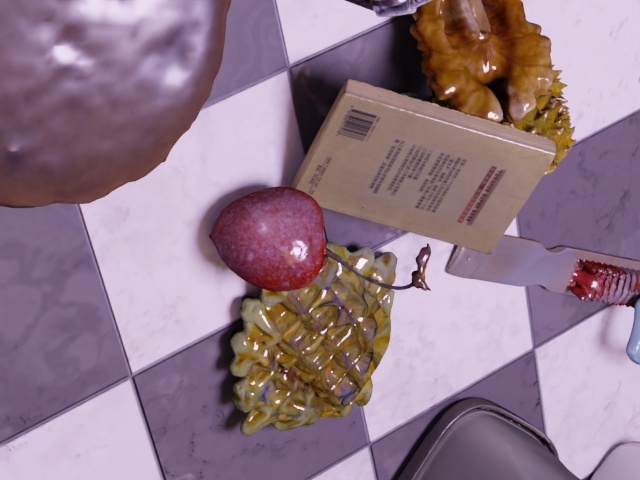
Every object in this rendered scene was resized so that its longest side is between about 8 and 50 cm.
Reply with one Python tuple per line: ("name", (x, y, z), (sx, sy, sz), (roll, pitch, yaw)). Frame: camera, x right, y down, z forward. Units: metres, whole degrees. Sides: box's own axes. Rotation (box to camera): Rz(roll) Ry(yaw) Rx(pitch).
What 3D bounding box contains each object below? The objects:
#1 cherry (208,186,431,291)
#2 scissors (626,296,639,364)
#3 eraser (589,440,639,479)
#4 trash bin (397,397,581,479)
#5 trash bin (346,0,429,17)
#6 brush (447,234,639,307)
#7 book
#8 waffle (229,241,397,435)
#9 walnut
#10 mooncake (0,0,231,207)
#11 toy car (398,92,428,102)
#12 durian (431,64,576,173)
("cherry", (0.000, 0.000, 1.561), (0.225, 0.107, 0.090), (3, 156, 2))
("scissors", (0.475, 0.144, 2.033), (0.191, 0.029, 0.360), (-53, 143, -20))
("eraser", (0.432, 0.466, 2.003), (0.150, 0.331, 0.331), (35, 90, -41))
("trash bin", (0.245, 0.349, 1.851), (0.219, 0.250, 0.220), (27, 95, -47))
("trash bin", (0.073, -0.349, 1.440), (0.184, 0.161, 0.239), (-26, 122, -23))
("brush", (0.285, 0.040, 1.857), (0.321, 0.050, 0.060), (10, 110, -37))
("book", (0.102, -0.072, 1.581), (0.231, 0.026, 0.161), (16, 134, -15))
("waffle", (-0.005, 0.107, 1.678), (0.204, 0.054, 0.223), (-4, 114, -33))
("walnut", (0.162, -0.194, 1.599), (0.143, 0.069, 0.170), (-13, 77, -21))
("mooncake", (-0.240, -0.197, 1.274), (0.324, 0.187, 0.324), (-16, 123, -27))
("toy car", (0.071, -0.100, 1.639), (0.059, 0.035, 0.122), (31, 89, -27))
("durian", (0.191, -0.118, 1.686), (0.182, 0.165, 0.132), (-5, 162, -6))
